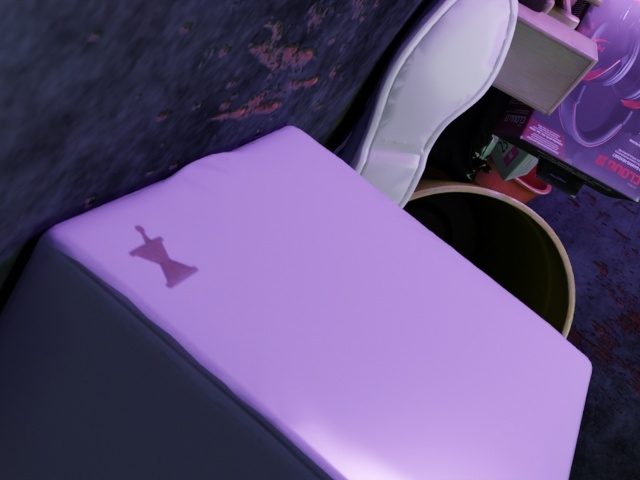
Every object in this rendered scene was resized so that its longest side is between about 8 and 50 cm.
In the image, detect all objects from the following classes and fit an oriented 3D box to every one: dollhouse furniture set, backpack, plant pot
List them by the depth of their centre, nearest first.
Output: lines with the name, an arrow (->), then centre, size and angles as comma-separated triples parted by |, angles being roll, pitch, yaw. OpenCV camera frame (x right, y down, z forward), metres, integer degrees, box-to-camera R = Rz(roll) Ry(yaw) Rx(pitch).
dollhouse furniture set -> 0.262, -0.302, 1.098 | 0.212, 0.161, 0.242 | -54, -166, 42
plant pot -> 0.184, 0.044, 1.378 | 0.366, 0.366, 0.353 | -51, -167, 13
backpack -> 0.240, -0.204, 1.416 | 0.182, 0.152, 0.115 | -59, -174, -6
plant pot -> 0.291, -0.123, 1.759 | 0.265, 0.272, 0.272 | -43, 178, 28

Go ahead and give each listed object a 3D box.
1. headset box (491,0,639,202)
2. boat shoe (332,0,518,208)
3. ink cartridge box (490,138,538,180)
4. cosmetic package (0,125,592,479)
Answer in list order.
headset box -> 0.408, -0.208, 1.221 | 0.293, 0.218, 0.110 | -63, -165, 5
boat shoe -> 0.095, -0.161, 0.905 | 0.319, 0.116, 0.099 | -62, -149, 36
ink cartridge box -> 0.343, -0.269, 1.439 | 0.060, 0.238, 0.275 | -16, 162, -19
cosmetic package -> -0.064, 0.182, 0.634 | 0.393, 0.327, 0.329 | -53, 173, 28
